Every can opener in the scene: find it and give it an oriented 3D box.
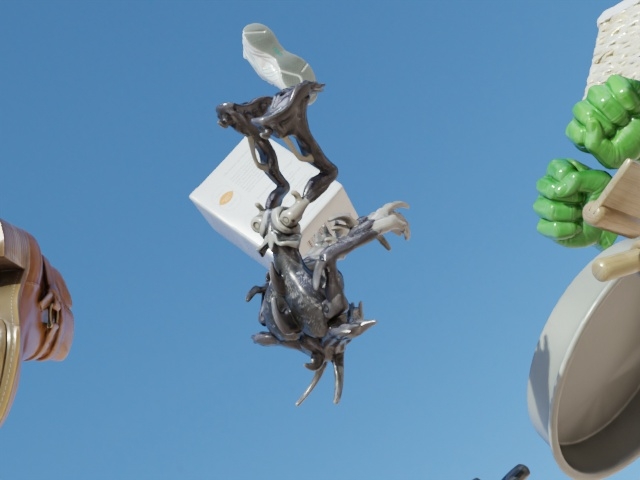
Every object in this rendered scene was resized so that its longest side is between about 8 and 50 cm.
[{"bbox_3d":[0.258,0.378,1.736,0.059,0.073,0.186,-58,-1,-31],"label":"can opener"}]

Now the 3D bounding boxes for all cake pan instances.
[{"bbox_3d":[0.330,0.122,1.285,0.293,0.054,0.293,-21,-55,-34],"label":"cake pan"}]

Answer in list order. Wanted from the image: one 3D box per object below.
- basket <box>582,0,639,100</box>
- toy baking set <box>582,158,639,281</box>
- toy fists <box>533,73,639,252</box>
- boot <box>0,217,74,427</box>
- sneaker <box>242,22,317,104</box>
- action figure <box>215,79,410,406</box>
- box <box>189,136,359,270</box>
[{"bbox_3d":[0.660,-0.257,1.943,0.331,0.266,0.328,-25,-59,42],"label":"basket"},{"bbox_3d":[0.293,-0.054,0.795,0.256,0.030,0.197,-9,-41,-30],"label":"toy baking set"},{"bbox_3d":[0.427,-0.115,1.810,0.142,0.096,0.279,22,-71,-4],"label":"toy fists"},{"bbox_3d":[-0.255,0.085,0.996,0.073,0.197,0.152,-3,-21,10],"label":"boot"},{"bbox_3d":[-0.059,-0.251,1.736,0.054,0.152,0.061,-34,-17,-26],"label":"sneaker"},{"bbox_3d":[0.000,0.000,1.049,0.141,0.275,0.164,-15,4,-38],"label":"action figure"},{"bbox_3d":[-0.059,-0.042,1.537,0.130,0.170,0.091,-48,-32,-11],"label":"box"}]
